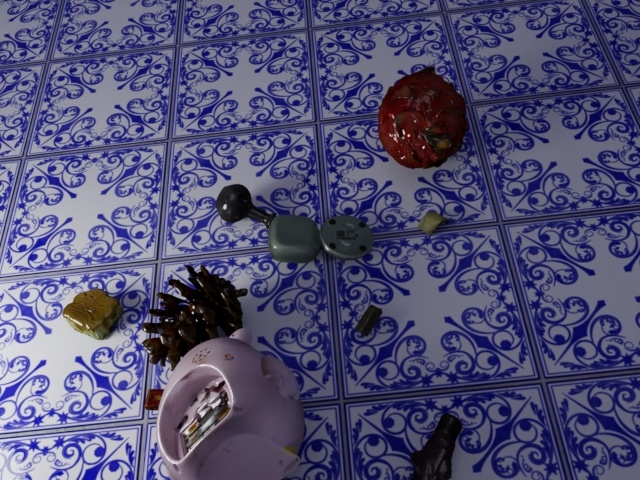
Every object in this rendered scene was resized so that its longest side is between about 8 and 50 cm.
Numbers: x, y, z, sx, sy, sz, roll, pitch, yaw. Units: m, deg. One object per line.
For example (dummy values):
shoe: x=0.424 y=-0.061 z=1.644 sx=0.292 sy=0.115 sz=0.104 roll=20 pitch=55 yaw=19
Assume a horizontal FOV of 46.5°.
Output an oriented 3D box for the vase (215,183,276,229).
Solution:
vase: x=-0.217 y=-0.091 z=2.212 sx=0.182 sy=0.120 sz=0.120 roll=26 pitch=59 yaw=4

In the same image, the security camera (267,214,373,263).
security camera: x=0.000 y=0.000 z=2.130 sx=0.301 sy=0.080 sz=0.157 roll=2 pitch=51 yaw=-3

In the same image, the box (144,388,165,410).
box: x=-0.403 y=0.406 z=1.903 sx=0.082 sy=0.023 sz=0.052 roll=-1 pitch=52 yaw=7

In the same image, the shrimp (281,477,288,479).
shrimp: x=-0.123 y=0.572 z=1.710 sx=0.090 sy=0.079 sz=0.233 roll=11 pitch=60 yaw=21

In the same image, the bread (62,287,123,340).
bread: x=-0.625 y=0.198 z=2.061 sx=0.140 sy=0.069 sz=0.128 roll=20 pitch=57 yaw=20

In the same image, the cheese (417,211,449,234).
cheese: x=0.323 y=-0.053 z=2.144 sx=0.084 sy=0.041 sz=0.060 roll=-39 pitch=60 yaw=-22

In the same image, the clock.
clock: x=-0.226 y=0.384 z=1.712 sx=0.368 sy=0.250 sz=0.377 roll=-45 pitch=35 yaw=9

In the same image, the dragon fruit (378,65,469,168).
dragon fruit: x=0.304 y=-0.363 z=2.241 sx=0.277 sy=0.277 sz=0.343 roll=-9 pitch=39 yaw=1

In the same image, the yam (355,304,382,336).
yam: x=0.126 y=0.212 z=1.969 sx=0.043 sy=0.043 sz=0.094 roll=23 pitch=61 yaw=23

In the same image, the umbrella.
umbrella: x=0.243 y=0.535 z=1.680 sx=0.094 sy=0.090 sz=0.326 roll=6 pitch=51 yaw=39

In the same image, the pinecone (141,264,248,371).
pinecone: x=-0.330 y=0.199 z=1.927 sx=0.309 sy=0.244 sz=0.244 roll=-40 pitch=57 yaw=-8
